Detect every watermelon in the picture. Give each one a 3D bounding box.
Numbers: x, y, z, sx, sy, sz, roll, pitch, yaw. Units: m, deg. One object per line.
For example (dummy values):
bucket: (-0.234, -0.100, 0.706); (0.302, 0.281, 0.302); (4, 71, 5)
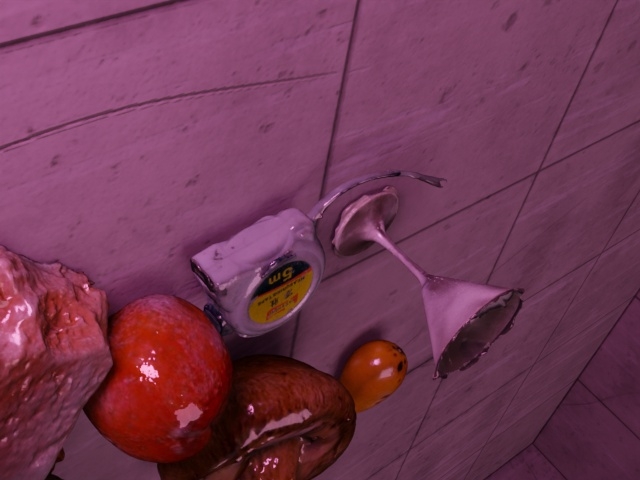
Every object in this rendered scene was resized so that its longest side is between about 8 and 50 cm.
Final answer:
watermelon: (-0.326, 0.144, 0.652); (0.302, 0.151, 0.264); (-43, 151, 0)

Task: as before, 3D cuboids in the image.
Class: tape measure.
tape measure: (-0.001, -0.001, 0.937); (0.330, 0.084, 0.164); (-29, 150, -26)

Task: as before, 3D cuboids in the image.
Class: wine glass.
wine glass: (0.127, 0.044, 1.003); (0.156, 0.232, 0.156); (-32, 149, -22)

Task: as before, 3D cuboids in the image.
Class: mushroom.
mushroom: (-0.096, 0.282, 1.080); (0.263, 0.195, 0.283); (30, 88, -52)

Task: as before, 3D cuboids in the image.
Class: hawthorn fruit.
hawthorn fruit: (-0.173, 0.149, 0.835); (0.173, 0.173, 0.173); (-31, 149, -21)

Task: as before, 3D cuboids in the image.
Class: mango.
mango: (0.088, 0.239, 1.367); (0.115, 0.090, 0.178); (-11, 142, -29)

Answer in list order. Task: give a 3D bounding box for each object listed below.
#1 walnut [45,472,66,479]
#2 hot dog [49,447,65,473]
walnut: (-0.336, 0.379, 0.807); (0.282, 0.253, 0.277); (-2, 105, -5)
hot dog: (-0.332, 0.241, 0.902); (0.049, 0.037, 0.122); (-46, 159, -18)
